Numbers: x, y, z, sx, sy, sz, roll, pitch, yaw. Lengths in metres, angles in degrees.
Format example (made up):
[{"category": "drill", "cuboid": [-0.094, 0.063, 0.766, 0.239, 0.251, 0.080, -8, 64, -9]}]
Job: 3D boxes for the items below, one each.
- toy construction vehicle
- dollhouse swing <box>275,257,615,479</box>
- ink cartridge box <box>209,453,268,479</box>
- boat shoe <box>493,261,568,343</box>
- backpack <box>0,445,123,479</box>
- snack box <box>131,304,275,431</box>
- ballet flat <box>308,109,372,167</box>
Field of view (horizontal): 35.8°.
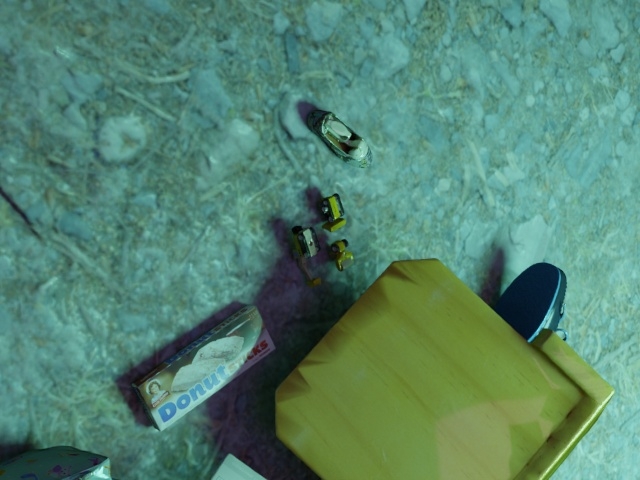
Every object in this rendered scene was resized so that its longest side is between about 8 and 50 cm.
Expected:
[{"category": "toy construction vehicle", "cuboid": [0.000, 0.000, 1.267, 0.086, 0.035, 0.098, -34, 114, -40]}, {"category": "dollhouse swing", "cuboid": [0.144, 0.243, 1.292, 0.347, 0.305, 0.315, -47, 160, -10]}, {"category": "ink cartridge box", "cuboid": [-0.081, 0.353, 1.051, 0.181, 0.056, 0.225, 35, 28, 2]}, {"category": "boat shoe", "cuboid": [0.288, 0.156, 1.443, 0.089, 0.109, 0.258, 24, 95, -40]}, {"category": "backpack", "cuboid": [-0.288, 0.294, 1.001, 0.188, 0.166, 0.144, -25, 104, -35]}, {"category": "snack box", "cuboid": [-0.137, 0.149, 1.183, 0.178, 0.022, 0.064, -34, 112, -29]}, {"category": "ballet flat", "cuboid": [0.033, -0.128, 1.274, 0.114, 0.041, 0.041, 35, 73, -31]}]
